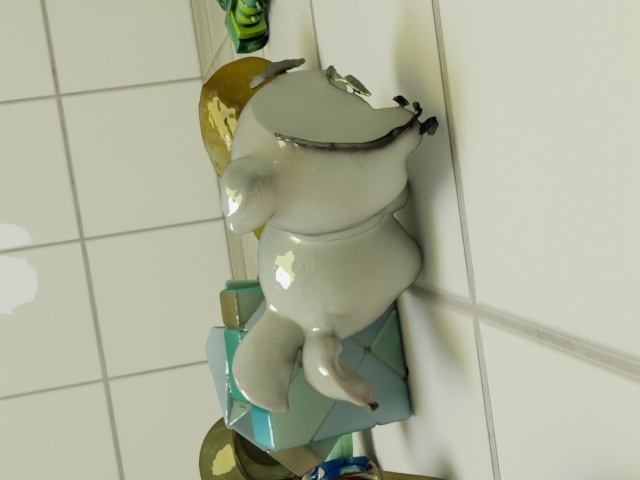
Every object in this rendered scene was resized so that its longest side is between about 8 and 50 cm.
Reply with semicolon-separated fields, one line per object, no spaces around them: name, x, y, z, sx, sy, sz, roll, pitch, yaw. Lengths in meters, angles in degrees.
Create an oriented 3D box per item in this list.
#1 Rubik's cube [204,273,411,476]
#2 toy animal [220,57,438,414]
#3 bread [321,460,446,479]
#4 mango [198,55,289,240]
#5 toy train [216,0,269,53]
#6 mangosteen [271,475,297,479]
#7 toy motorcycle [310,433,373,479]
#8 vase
Rubik's cube;-0.017;0.146;1.102;0.213;0.224;0.265;-8;89;64
toy animal;0.005;-0.003;0.883;0.247;0.183;0.310;-59;-23;-49
bread;0.035;0.330;0.980;0.224;0.212;0.142;101;162;-59
mango;-0.063;-0.103;1.311;0.176;0.176;0.329;-74;-35;-58
toy train;-0.129;-0.429;1.591;0.200;0.083;0.132;119;130;-74
mangosteen;-0.057;0.557;1.707;0.243;0.243;0.243;171;90;-80
toy motorcycle;0.030;0.411;1.345;0.196;0.125;0.331;-122;29;-67
vase;-0.129;0.434;2.032;0.302;0.241;0.329;116;171;-53
